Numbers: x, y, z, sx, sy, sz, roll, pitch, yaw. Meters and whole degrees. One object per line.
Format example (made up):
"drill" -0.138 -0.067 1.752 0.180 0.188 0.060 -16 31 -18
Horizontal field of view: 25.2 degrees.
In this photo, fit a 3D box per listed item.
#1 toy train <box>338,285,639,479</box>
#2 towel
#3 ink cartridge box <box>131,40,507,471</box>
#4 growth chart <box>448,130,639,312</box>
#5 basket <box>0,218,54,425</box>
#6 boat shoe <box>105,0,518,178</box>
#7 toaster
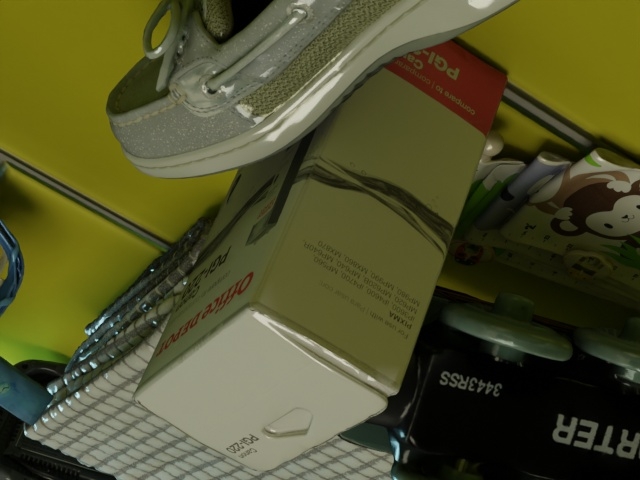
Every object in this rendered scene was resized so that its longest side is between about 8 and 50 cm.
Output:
"toy train" 0.149 0.103 0.886 0.334 0.142 0.190 14 -174 -22
"towel" -0.058 0.112 1.080 0.235 0.121 0.284 30 145 -18
"ink cartridge box" 0.000 0.000 0.784 0.092 0.218 0.158 31 146 -15
"growth chart" 0.182 0.000 0.871 0.237 0.021 0.172 18 148 -1
"basket" -0.326 0.015 0.968 0.255 0.201 0.289 45 170 -34
"boat shoe" -0.005 -0.129 0.702 0.320 0.118 0.103 -24 122 42
"toaster" -0.211 0.198 1.276 0.227 0.129 0.146 15 149 5
